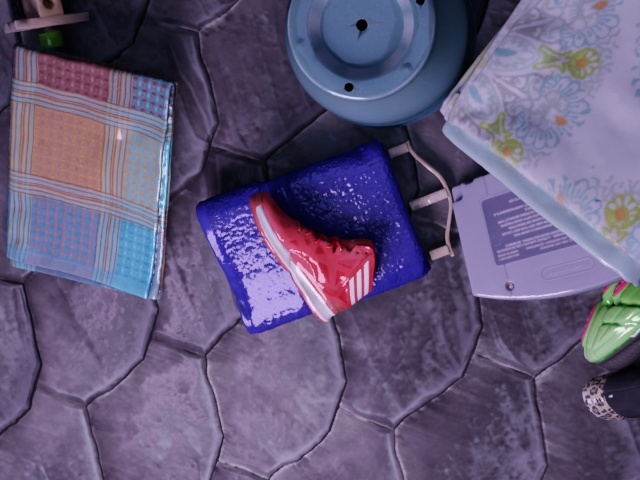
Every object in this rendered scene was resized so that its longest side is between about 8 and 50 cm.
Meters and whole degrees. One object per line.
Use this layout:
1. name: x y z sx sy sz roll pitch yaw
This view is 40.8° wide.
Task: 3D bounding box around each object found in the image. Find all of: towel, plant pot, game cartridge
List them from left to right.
1. towel: -0.362 -0.096 1.334 0.272 0.040 0.370 14 115 8
2. towel: -0.010 -0.005 1.312 0.308 0.076 0.227 -18 104 13
3. plant pot: 0.070 -0.277 1.147 0.272 0.255 0.271 2 101 10
4. game cartridge: 0.332 -0.023 1.181 0.294 0.060 0.196 -18 73 33
5. towel: 0.361 -0.176 1.089 0.374 0.090 0.320 46 111 31

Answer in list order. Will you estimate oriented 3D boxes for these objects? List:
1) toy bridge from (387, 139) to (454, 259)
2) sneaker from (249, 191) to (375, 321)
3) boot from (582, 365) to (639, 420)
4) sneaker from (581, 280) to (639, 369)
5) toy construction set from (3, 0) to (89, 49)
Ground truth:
1. toy bridge: 0.164 -0.062 1.288 0.063 0.026 0.188 -22 96 12
2. sneaker: 0.000 0.000 1.240 0.128 0.087 0.221 -30 112 7
3. boot: 0.515 0.211 1.240 0.179 0.236 0.085 -28 61 52
4. sneaker: 0.575 0.052 1.155 0.483 0.185 0.202 -35 95 18
5. toy construction set: -0.395 -0.386 1.204 0.258 0.309 0.237 3 106 18
